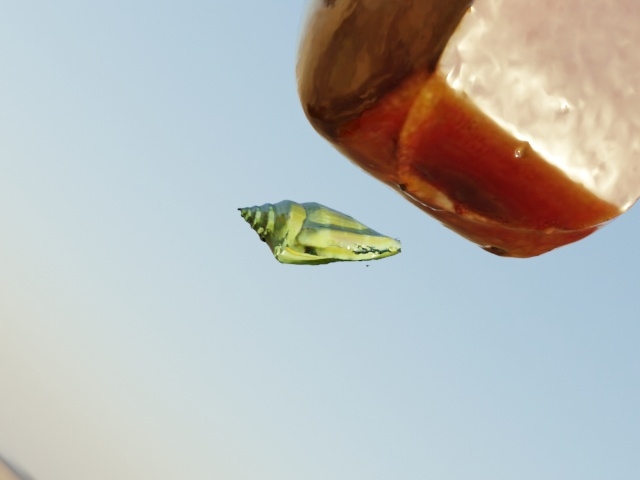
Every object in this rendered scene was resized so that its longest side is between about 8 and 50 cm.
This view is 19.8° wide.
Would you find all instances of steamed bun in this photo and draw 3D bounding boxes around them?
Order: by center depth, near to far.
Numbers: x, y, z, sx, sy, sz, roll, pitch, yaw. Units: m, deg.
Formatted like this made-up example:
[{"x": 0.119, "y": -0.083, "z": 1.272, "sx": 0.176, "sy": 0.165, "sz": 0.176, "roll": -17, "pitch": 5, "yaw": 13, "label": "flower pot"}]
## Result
[{"x": 0.144, "y": -0.192, "z": 1.214, "sx": 0.235, "sy": 0.379, "sz": 0.248, "roll": 34, "pitch": -2, "yaw": -29, "label": "steamed bun"}]

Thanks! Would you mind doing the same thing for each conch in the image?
[{"x": -0.001, "y": -0.004, "z": 2.171, "sx": 0.200, "sy": 0.079, "sz": 0.095, "roll": 8, "pitch": 11, "yaw": 1, "label": "conch"}]
